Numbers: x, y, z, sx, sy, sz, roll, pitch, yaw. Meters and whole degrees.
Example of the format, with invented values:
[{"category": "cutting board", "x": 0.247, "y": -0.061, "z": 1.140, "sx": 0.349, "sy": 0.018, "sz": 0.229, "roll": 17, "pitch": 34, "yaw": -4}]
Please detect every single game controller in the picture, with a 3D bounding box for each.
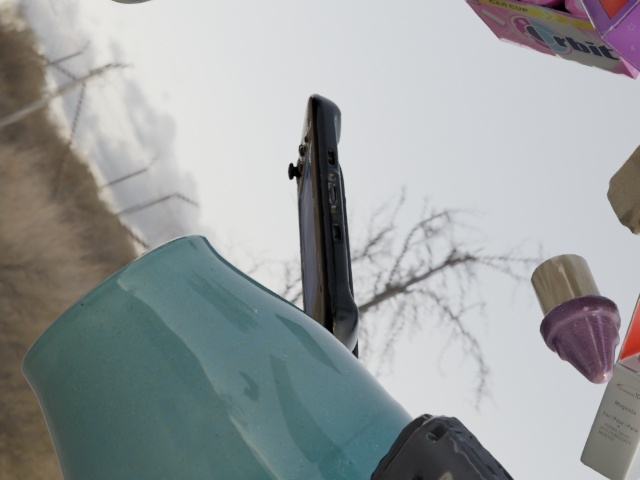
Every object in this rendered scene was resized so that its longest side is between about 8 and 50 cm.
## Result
[{"category": "game controller", "x": 0.000, "y": 0.000, "z": 1.154, "sx": 0.166, "sy": 0.067, "sz": 0.319, "roll": 86, "pitch": -1, "yaw": -54}]

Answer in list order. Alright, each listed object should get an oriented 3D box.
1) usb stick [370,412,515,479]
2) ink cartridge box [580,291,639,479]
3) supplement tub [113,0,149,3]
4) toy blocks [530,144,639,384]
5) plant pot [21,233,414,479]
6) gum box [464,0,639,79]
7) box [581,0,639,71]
[{"category": "usb stick", "x": 0.105, "y": 0.179, "z": 0.483, "sx": 0.077, "sy": 0.045, "sz": 0.278, "roll": -62, "pitch": -144, "yaw": 15}, {"category": "ink cartridge box", "x": 0.407, "y": 0.124, "z": 1.210, "sx": 0.060, "sy": 0.275, "sz": 0.239, "roll": 29, "pitch": -66, "yaw": 34}, {"category": "supplement tub", "x": -0.125, "y": -0.388, "z": 1.222, "sx": 0.316, "sy": 0.193, "sz": 0.193, "roll": -7, "pitch": -69, "yaw": 33}, {"category": "toy blocks", "x": 0.316, "y": 0.074, "z": 0.658, "sx": 0.309, "sy": 0.288, "sz": 0.260, "roll": -58, "pitch": -147, "yaw": 39}, {"category": "plant pot", "x": -0.091, "y": 0.146, "z": 0.863, "sx": 0.255, "sy": 0.271, "sz": 0.271, "roll": 51, "pitch": -15, "yaw": 8}, {"category": "gum box", "x": 0.234, "y": -0.227, "z": 1.067, "sx": 0.188, "sy": 0.062, "sz": 0.107, "roll": 28, "pitch": -4, "yaw": 44}, {"category": "box", "x": 0.218, "y": -0.227, "z": 0.613, "sx": 0.057, "sy": 0.201, "sz": 0.293, "roll": 34, "pitch": 28, "yaw": -19}]
